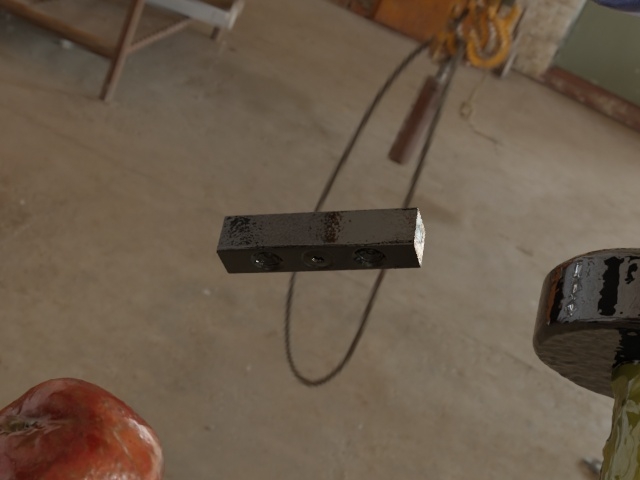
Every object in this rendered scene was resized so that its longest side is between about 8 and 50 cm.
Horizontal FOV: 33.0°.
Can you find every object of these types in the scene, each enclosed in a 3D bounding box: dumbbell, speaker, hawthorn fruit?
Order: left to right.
[{"bbox_3d":[-0.165,0.149,0.696,0.128,0.128,0.128,20,24,-9],"label":"hawthorn fruit"},{"bbox_3d":[0.000,0.000,1.017,0.191,0.040,0.046,-3,54,17],"label":"speaker"},{"bbox_3d":[0.253,0.188,0.857,0.203,0.204,0.322,20,68,-11],"label":"dumbbell"}]

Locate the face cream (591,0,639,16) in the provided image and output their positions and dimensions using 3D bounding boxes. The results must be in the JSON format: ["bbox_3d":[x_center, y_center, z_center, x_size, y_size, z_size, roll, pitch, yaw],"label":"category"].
[{"bbox_3d":[0.268,-0.221,0.546,0.225,0.249,0.249,5,29,-18],"label":"face cream"}]
